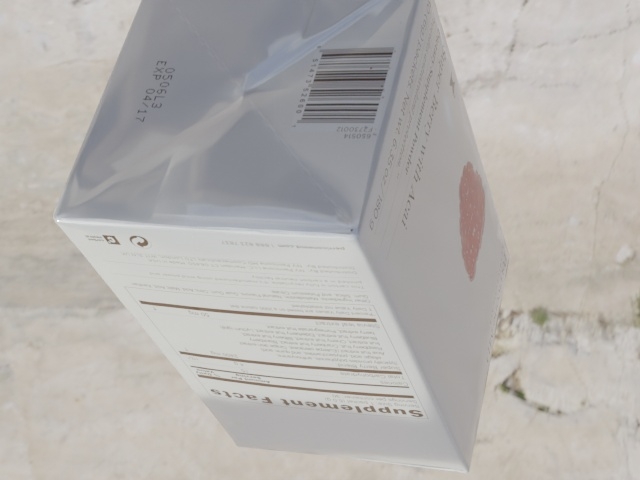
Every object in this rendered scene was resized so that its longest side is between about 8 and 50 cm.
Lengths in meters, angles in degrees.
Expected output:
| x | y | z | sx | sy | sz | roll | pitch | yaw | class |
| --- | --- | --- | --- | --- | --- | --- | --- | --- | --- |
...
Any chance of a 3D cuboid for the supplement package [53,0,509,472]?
| x | y | z | sx | sy | sz | roll | pitch | yaw | class |
| --- | --- | --- | --- | --- | --- | --- | --- | --- | --- |
| 0.000 | 0.000 | 0.742 | 0.175 | 0.178 | 0.293 | 3 | 149 | 21 | supplement package |
